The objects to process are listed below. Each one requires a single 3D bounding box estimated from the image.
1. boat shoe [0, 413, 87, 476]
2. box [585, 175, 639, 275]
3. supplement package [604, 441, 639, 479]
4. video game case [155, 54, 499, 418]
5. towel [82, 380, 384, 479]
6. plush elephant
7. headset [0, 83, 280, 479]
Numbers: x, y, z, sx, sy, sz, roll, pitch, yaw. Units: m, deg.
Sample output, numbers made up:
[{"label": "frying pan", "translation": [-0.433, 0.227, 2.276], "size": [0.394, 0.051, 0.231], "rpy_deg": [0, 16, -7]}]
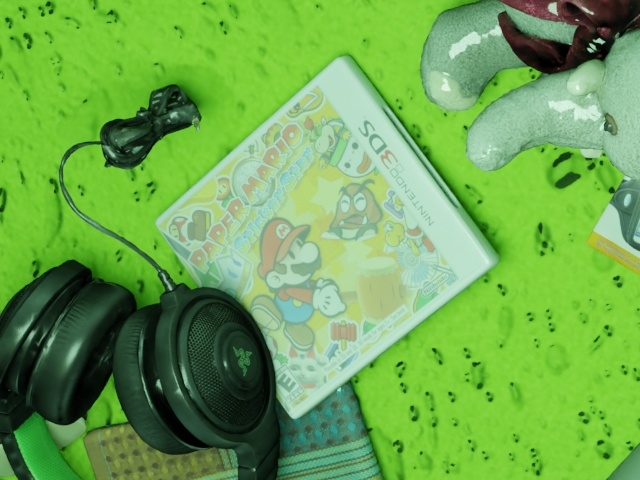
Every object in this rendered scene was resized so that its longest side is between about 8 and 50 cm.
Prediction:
[{"label": "boat shoe", "translation": [-0.260, 0.173, 1.598], "size": [0.133, 0.042, 0.049], "rpy_deg": [-33, 135, 28]}, {"label": "box", "translation": [0.268, -0.035, 1.347], "size": [0.081, 0.028, 0.136], "rpy_deg": [31, 115, 10]}, {"label": "supplement package", "translation": [0.296, 0.243, 1.287], "size": [0.204, 0.262, 0.145], "rpy_deg": [40, 116, 5]}, {"label": "video game case", "translation": [0.000, 0.000, 1.441], "size": [0.227, 0.026, 0.206], "rpy_deg": [-40, 80, 26]}, {"label": "towel", "translation": [-0.039, 0.314, 1.560], "size": [0.272, 0.040, 0.370], "rpy_deg": [-13, 98, 22]}, {"label": "plush elephant", "translation": [0.193, -0.128, 1.202], "size": [0.330, 0.255, 0.271], "rpy_deg": [-3, 140, 8]}, {"label": "headset", "translation": [-0.144, 0.079, 1.460], "size": [0.243, 0.185, 0.394], "rpy_deg": [10, 120, 20]}]
